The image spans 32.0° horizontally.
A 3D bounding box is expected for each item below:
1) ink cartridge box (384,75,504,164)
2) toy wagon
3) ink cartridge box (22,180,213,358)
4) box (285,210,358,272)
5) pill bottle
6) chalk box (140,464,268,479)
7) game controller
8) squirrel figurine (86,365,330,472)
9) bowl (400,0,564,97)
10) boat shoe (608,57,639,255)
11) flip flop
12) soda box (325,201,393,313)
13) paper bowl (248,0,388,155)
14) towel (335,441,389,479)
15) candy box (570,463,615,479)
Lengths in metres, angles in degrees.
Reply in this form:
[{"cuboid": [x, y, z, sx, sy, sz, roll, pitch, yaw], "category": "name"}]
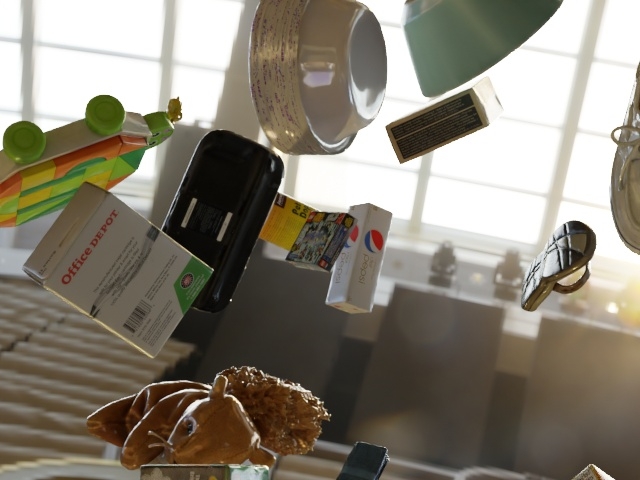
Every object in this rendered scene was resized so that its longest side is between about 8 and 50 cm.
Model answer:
[{"cuboid": [0.249, -0.241, 2.210, 0.193, 0.088, 0.234, -22, -173, 20], "category": "ink cartridge box"}, {"cuboid": [-0.344, -0.121, 1.615, 0.344, 0.068, 0.267, -23, 170, -24], "category": "toy wagon"}, {"cuboid": [-0.274, 0.040, 1.512, 0.208, 0.153, 0.087, 42, 168, -37], "category": "ink cartridge box"}, {"cuboid": [0.000, 0.000, 1.744, 0.027, 0.094, 0.137, 33, 169, -21], "category": "box"}, {"cuboid": [-0.082, -0.043, 2.575, 0.215, 0.117, 0.117, 24, -168, -12], "category": "pill bottle"}, {"cuboid": [-0.159, 0.414, 1.727, 0.213, 0.133, 0.132, -4, 167, 25], "category": "chalk box"}, {"cuboid": [-0.186, -0.032, 1.973, 0.166, 0.319, 0.067, 23, -177, -12], "category": "game controller"}, {"cuboid": [-0.188, 0.345, 2.098, 0.397, 0.281, 0.370, -26, 174, -30], "category": "squirrel figurine"}, {"cuboid": [0.266, -0.415, 2.017, 0.163, 0.311, 0.311, 51, -172, -14], "category": "bowl"}, {"cuboid": [0.505, -0.164, 1.646, 0.135, 0.367, 0.156, 11, 168, 21], "category": "boat shoe"}, {"cuboid": [0.426, 0.054, 1.951, 0.080, 0.112, 0.277, 19, 150, -2], "category": "flip flop"}, {"cuboid": [0.080, 0.035, 2.253, 0.069, 0.216, 0.074, 22, 164, -30], "category": "soda box"}, {"cuboid": [0.010, -0.278, 1.778, 0.148, 0.284, 0.284, 2, -169, 26], "category": "paper bowl"}, {"cuboid": [0.067, 0.397, 1.888, 0.067, 0.029, 0.119, 13, -134, 22], "category": "towel"}, {"cuboid": [0.446, 0.469, 1.496, 0.183, 0.087, 0.316, 36, -162, -30], "category": "candy box"}]
